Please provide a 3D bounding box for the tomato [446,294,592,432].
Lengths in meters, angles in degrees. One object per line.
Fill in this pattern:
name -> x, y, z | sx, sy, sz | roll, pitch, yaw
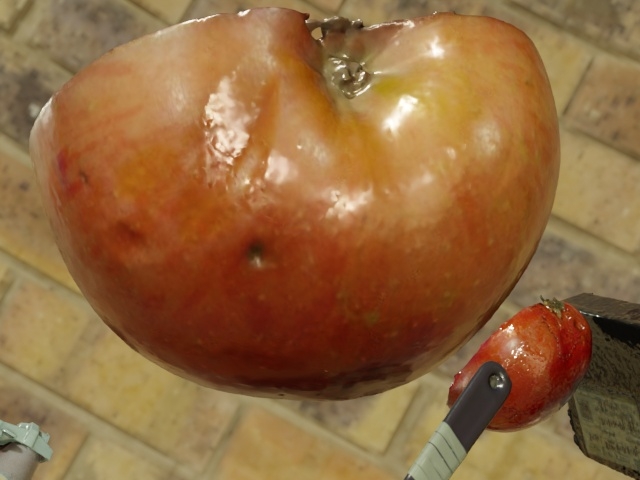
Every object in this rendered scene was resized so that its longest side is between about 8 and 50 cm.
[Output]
tomato -> 0.236, 0.154, 1.642 | 0.099, 0.173, 0.189 | 45, 21, 25

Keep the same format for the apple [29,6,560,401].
apple -> 0.000, 0.000, 0.800 | 0.293, 0.163, 0.251 | -8, -19, -16

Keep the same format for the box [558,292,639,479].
box -> 0.379, 0.179, 1.657 | 0.350, 0.058, 0.211 | 14, -59, 68

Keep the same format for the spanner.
spanner -> 0.085, 0.211, 1.273 | 0.087, 0.316, 0.024 | 50, -38, -12

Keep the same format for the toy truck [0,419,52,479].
toy truck -> -0.457, 0.334, 1.887 | 0.140, 0.257, 0.108 | 34, -28, -19
